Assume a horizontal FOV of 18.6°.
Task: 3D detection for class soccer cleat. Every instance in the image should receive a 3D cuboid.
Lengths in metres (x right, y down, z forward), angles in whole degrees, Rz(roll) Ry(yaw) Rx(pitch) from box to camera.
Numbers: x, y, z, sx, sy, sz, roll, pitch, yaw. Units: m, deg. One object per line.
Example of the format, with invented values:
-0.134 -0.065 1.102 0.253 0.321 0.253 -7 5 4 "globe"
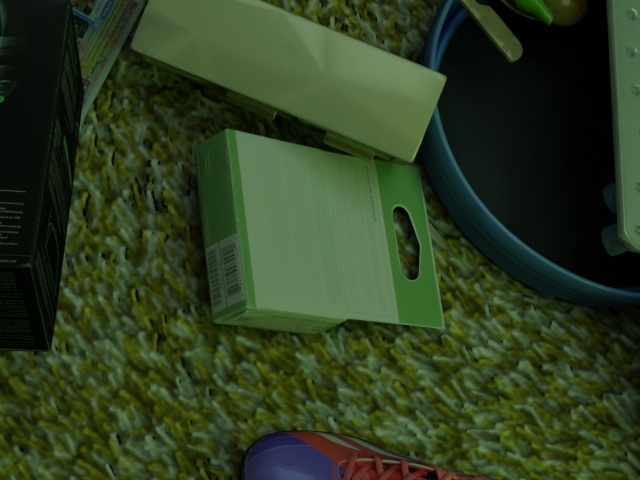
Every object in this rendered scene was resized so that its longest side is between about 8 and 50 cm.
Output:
0.088 0.227 1.676 0.318 0.116 0.108 21 62 -14 "soccer cleat"

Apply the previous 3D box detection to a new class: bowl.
0.271 -0.115 1.921 0.391 0.077 0.391 8 66 -19 "bowl"

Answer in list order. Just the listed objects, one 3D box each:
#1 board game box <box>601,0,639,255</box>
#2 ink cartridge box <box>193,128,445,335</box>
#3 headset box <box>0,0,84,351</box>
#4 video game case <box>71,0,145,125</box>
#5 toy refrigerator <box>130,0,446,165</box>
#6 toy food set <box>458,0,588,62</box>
0.428 -0.142 1.909 0.390 0.050 0.390 10 69 -28 "board game box"
0.000 0.000 1.774 0.235 0.056 0.171 10 64 -41 "ink cartridge box"
-0.326 -0.067 1.561 0.246 0.131 0.283 1 57 0 "headset box"
-0.252 -0.190 1.769 0.143 0.019 0.157 29 60 -9 "video game case"
-0.031 -0.153 1.760 0.269 0.102 0.094 21 90 -3 "toy refrigerator"
0.215 -0.268 1.895 0.192 0.038 0.132 -39 86 -31 "toy food set"
